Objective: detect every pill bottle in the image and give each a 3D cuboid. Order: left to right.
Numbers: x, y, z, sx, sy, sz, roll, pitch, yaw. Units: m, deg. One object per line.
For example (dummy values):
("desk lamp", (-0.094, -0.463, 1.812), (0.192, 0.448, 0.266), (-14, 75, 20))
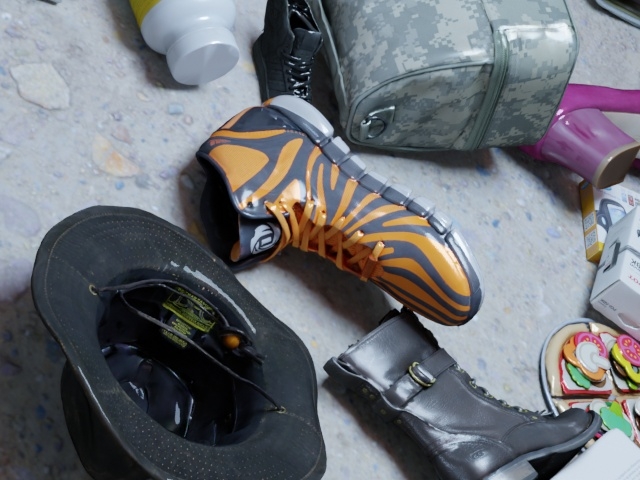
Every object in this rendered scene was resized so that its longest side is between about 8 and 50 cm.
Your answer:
("pill bottle", (-0.149, -0.259, 1.676), (0.103, 0.103, 0.184), (-2, 60, -38))

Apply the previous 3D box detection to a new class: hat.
("hat", (-0.146, 0.126, 1.361), (0.331, 0.134, 0.331), (35, 26, -20))

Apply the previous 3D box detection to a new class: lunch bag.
("lunch bag", (0.115, -0.254, 1.796), (0.256, 0.212, 0.305), (-5, 59, -16))

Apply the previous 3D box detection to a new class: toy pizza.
("toy pizza", (0.329, 0.169, 1.760), (0.201, 0.032, 0.201), (20, 48, -24))

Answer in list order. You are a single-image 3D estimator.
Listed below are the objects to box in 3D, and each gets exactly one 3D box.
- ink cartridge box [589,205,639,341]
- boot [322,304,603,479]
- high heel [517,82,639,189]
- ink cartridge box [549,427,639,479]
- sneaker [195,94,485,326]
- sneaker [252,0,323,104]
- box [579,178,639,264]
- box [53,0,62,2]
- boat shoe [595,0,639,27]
("ink cartridge box", (0.374, 0.042, 1.835), (0.099, 0.056, 0.135), (35, 44, -11))
("boot", (0.148, 0.152, 1.601), (0.229, 0.091, 0.263), (49, 35, 17))
("high heel", (0.369, -0.163, 1.997), (0.181, 0.127, 0.377), (39, 27, 25))
("ink cartridge box", (0.288, 0.345, 1.522), (0.261, 0.066, 0.296), (44, 45, 18))
("sneaker", (0.000, 0.000, 1.582), (0.321, 0.124, 0.180), (39, 46, 19))
("sneaker", (-0.030, -0.197, 1.728), (0.051, 0.089, 0.170), (3, 57, -36))
("box", (0.356, -0.023, 1.932), (0.081, 0.028, 0.136), (21, 50, -23))
("box", (-0.278, -0.372, 1.607), (0.119, 0.181, 0.182), (16, 50, -28))
("boat shoe", (0.517, -0.311, 2.218), (0.320, 0.118, 0.103), (26, 52, -14))
